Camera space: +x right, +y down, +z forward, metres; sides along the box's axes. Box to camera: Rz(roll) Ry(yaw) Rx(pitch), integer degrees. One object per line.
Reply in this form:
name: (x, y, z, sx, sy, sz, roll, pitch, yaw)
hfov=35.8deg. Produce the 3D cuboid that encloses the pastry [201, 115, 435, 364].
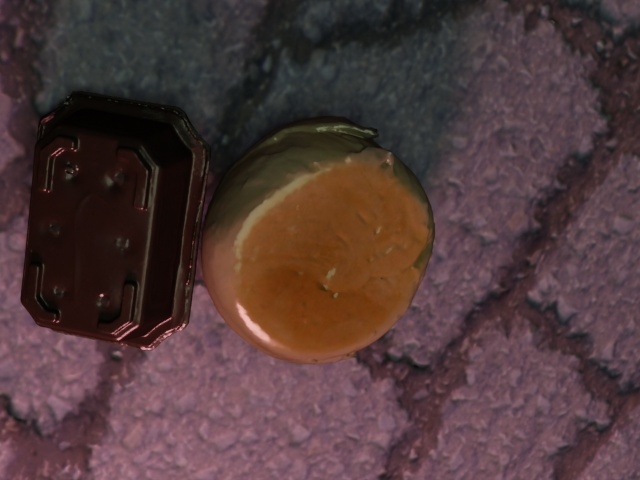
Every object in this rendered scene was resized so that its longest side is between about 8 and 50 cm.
pastry: (-0.001, 0.002, 1.026, 0.265, 0.133, 0.265, -5, 107, -16)

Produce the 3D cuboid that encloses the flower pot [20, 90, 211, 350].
flower pot: (-0.211, -0.010, 0.955, 0.179, 0.084, 0.251, 11, 103, 8)
